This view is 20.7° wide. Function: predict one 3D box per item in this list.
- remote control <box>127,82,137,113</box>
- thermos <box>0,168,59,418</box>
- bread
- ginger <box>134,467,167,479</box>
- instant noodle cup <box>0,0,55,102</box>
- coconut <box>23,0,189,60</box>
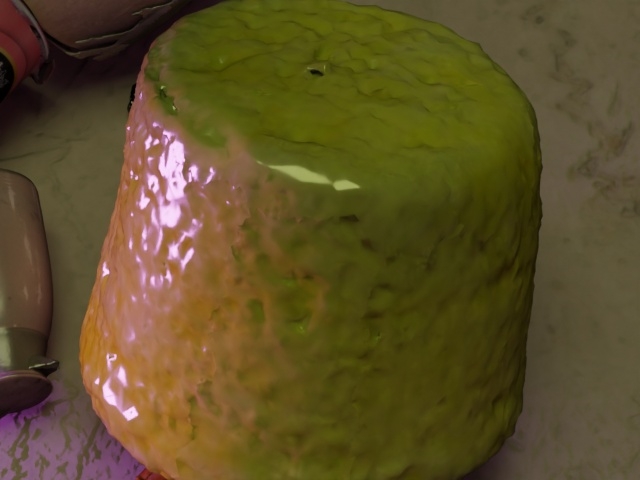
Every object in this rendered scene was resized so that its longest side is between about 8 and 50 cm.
[{"bbox_3d":[-0.126,-0.125,1.584,0.096,0.014,0.039,3,56,5],"label":"remote control"},{"bbox_3d":[-0.278,0.056,1.426,0.137,0.105,0.193,-25,62,16],"label":"thermos"},{"bbox_3d":[0.000,0.000,1.287,0.348,0.307,0.348,7,28,-3],"label":"bread"},{"bbox_3d":[-0.012,0.257,1.259,0.309,0.107,0.133,19,89,17],"label":"ginger"},{"bbox_3d":[-0.396,-0.129,1.489,0.244,0.244,0.255,26,69,18],"label":"instant noodle cup"},{"bbox_3d":[-0.196,-0.323,1.561,0.323,0.323,0.323,-1,56,1],"label":"coconut"}]
